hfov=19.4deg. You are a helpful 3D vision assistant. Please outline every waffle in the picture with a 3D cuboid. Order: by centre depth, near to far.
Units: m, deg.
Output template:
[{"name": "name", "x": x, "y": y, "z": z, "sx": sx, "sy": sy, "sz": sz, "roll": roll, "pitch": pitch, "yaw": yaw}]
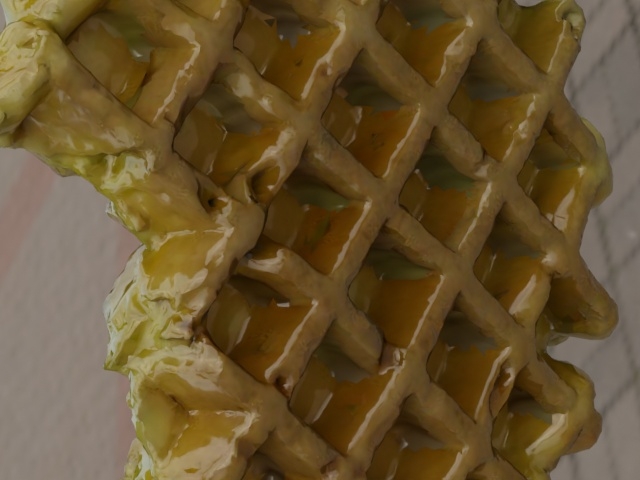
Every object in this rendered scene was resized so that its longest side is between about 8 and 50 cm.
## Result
[{"name": "waffle", "x": 0.001, "y": 0.000, "z": 0.563, "sx": 0.056, "sy": 0.249, "sz": 0.253, "roll": 1, "pitch": 88, "yaw": 50}]
